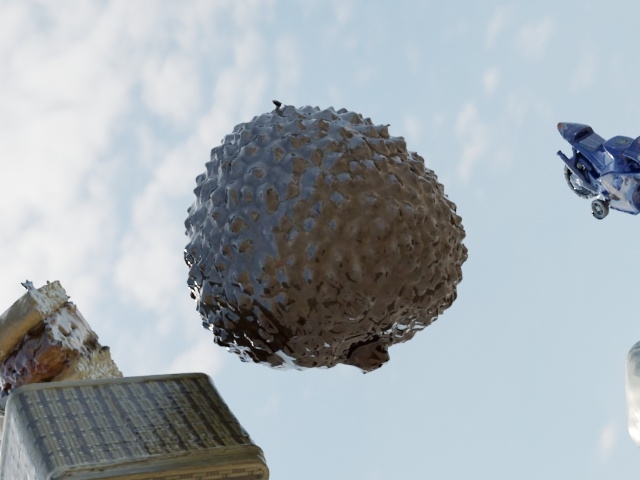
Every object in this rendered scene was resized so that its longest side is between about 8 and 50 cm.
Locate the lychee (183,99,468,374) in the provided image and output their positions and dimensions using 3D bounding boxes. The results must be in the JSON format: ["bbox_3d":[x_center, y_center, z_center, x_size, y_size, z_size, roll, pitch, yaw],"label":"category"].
[{"bbox_3d":[0.000,0.003,1.533,0.300,0.300,0.300,-42,-35,-39],"label":"lychee"}]

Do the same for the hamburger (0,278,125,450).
[{"bbox_3d":[-0.317,0.145,1.673,0.245,0.155,0.282,-39,0,20],"label":"hamburger"}]

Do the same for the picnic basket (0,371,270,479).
[{"bbox_3d":[-0.192,0.308,1.466,0.228,0.175,0.313,-2,-61,-27],"label":"picnic basket"}]

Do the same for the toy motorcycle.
[{"bbox_3d":[0.376,-0.087,1.869,0.076,0.205,0.114,-27,-61,-28],"label":"toy motorcycle"}]

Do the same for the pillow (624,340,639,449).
[{"bbox_3d":[0.381,0.181,1.601,0.229,0.051,0.128,-167,72,-79],"label":"pillow"}]
